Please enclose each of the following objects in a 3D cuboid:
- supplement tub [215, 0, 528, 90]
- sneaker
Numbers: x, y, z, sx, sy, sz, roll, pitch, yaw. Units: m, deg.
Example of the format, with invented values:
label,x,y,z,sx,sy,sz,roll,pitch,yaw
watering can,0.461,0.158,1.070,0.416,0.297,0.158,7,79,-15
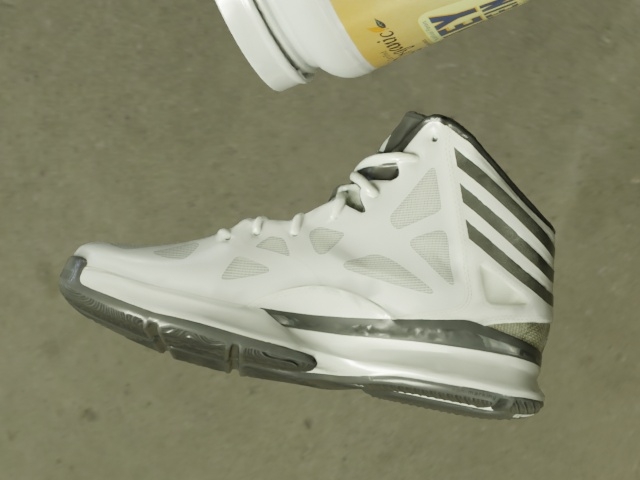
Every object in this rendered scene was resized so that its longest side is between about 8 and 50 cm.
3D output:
label,x,y,z,sx,sy,sz,roll,pitch,yaw
supplement tub,0.065,-0.281,1.218,0.316,0.228,0.228,-23,87,13
sneaker,0.000,0.000,1.269,0.447,0.169,0.257,11,77,0
